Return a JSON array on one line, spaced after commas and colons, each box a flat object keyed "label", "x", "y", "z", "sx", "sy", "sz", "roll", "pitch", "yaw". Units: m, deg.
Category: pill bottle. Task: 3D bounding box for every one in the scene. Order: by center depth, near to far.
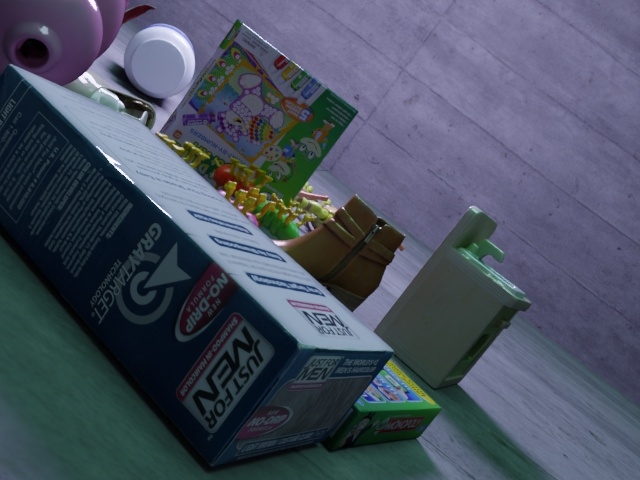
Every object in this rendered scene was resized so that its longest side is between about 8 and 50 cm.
[{"label": "pill bottle", "x": -0.354, "y": -0.396, "z": 1.686, "sx": 0.152, "sy": 0.152, "sz": 0.272, "roll": 34, "pitch": 9, "yaw": -17}]

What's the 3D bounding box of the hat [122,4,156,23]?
[{"label": "hat", "x": -0.352, "y": -0.288, "z": 1.022, "sx": 0.173, "sy": 0.183, "sz": 0.208, "roll": 34, "pitch": 9, "yaw": -15}]

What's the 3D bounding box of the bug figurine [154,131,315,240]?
[{"label": "bug figurine", "x": -0.134, "y": -0.070, "z": 1.102, "sx": 0.216, "sy": 0.072, "sz": 0.279, "roll": 38, "pitch": 10, "yaw": 23}]

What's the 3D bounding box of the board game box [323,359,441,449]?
[{"label": "board game box", "x": -0.036, "y": 0.082, "z": 0.789, "sx": 0.317, "sy": 0.046, "sz": 0.213, "roll": 41, "pitch": 11, "yaw": 28}]

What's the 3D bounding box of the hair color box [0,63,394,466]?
[{"label": "hair color box", "x": -0.122, "y": 0.013, "z": 0.611, "sx": 0.347, "sy": 0.105, "sz": 0.174, "roll": 41, "pitch": 10, "yaw": 25}]

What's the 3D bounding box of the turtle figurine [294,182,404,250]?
[{"label": "turtle figurine", "x": 0.024, "y": -0.041, "z": 1.527, "sx": 0.269, "sy": 0.087, "sz": 0.217, "roll": 23, "pitch": 6, "yaw": -24}]

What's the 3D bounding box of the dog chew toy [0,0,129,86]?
[{"label": "dog chew toy", "x": -0.309, "y": -0.284, "z": 0.856, "sx": 0.206, "sy": 0.206, "sz": 0.332, "roll": 31, "pitch": 26, "yaw": -34}]

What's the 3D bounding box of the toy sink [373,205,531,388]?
[{"label": "toy sink", "x": 0.214, "y": 0.088, "z": 1.113, "sx": 0.131, "sy": 0.234, "sz": 0.153, "roll": 40, "pitch": 9, "yaw": 22}]

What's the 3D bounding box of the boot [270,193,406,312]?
[{"label": "boot", "x": 0.000, "y": 0.000, "z": 0.997, "sx": 0.197, "sy": 0.152, "sz": 0.073, "roll": 34, "pitch": 9, "yaw": -17}]

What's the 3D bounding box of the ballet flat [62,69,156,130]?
[{"label": "ballet flat", "x": -0.280, "y": -0.169, "z": 0.995, "sx": 0.086, "sy": 0.086, "sz": 0.248, "roll": 37, "pitch": 9, "yaw": 3}]

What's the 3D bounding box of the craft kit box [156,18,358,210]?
[{"label": "craft kit box", "x": -0.106, "y": -0.186, "z": 1.254, "sx": 0.250, "sy": 0.246, "sz": 0.061, "roll": 32, "pitch": 13, "yaw": -27}]
